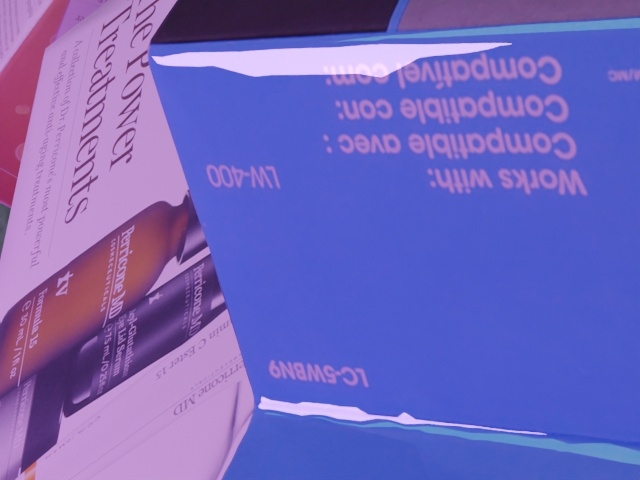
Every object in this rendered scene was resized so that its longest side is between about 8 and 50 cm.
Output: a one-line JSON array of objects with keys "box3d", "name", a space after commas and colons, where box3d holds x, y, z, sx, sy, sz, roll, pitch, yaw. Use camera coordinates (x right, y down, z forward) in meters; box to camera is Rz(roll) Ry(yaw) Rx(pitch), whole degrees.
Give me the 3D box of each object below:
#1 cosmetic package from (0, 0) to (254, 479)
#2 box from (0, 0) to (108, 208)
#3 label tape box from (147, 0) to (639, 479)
[{"box3d": [0.000, 0.000, 0.684, 0.284, 0.097, 0.377, -31, 36, 28], "name": "cosmetic package"}, {"box3d": [-0.097, -0.090, 0.957, 0.170, 0.130, 0.091, -51, 27, 19], "name": "box"}, {"box3d": [0.092, -0.057, 0.459, 0.240, 0.106, 0.334, 2, 52, 41], "name": "label tape box"}]
